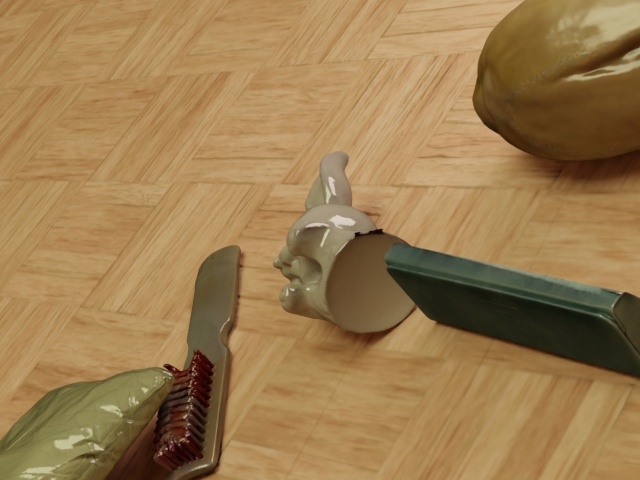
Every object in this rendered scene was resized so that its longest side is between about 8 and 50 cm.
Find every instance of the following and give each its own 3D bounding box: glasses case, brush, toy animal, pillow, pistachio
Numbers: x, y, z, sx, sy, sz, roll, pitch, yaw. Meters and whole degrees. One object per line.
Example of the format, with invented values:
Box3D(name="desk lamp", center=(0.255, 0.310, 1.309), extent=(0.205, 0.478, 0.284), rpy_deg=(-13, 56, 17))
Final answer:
Box3D(name="glasses case", center=(0.168, 0.057, 1.175), extent=(0.266, 0.105, 0.056), rpy_deg=(12, 84, 53))
Box3D(name="brush", center=(-0.124, 0.110, 1.451), extent=(0.060, 0.050, 0.321), rpy_deg=(-30, 32, 24))
Box3D(name="toy animal", center=(0.001, -0.001, 1.389), extent=(0.131, 0.103, 0.221), rpy_deg=(-14, 27, -14))
Box3D(name="pillow", center=(-0.291, 0.227, 1.392), extent=(0.281, 0.076, 0.274), rpy_deg=(-47, 18, -29))
Box3D(name="pistachio", center=(0.258, -0.158, 1.275), extent=(0.293, 0.162, 0.181), rpy_deg=(-17, 3, 38))
